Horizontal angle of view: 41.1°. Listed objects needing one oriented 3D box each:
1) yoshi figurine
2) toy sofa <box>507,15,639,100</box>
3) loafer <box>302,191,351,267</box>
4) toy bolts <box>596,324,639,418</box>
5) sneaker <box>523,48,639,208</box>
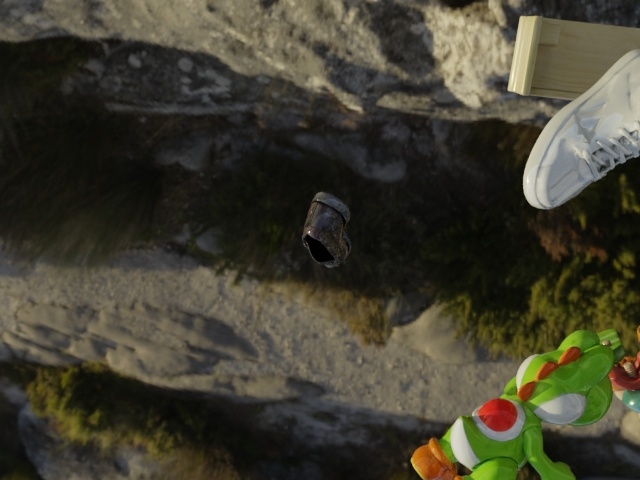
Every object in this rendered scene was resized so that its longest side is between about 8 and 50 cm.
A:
[{"bbox_3d":[0.336,0.301,1.372,0.362,0.203,0.203,-44,85,9],"label":"yoshi figurine"},{"bbox_3d":[0.551,-0.334,1.627,0.362,0.177,0.150,7,105,2],"label":"toy sofa"},{"bbox_3d":[0.000,0.000,1.767,0.109,0.095,0.302,27,161,10],"label":"loafer"},{"bbox_3d":[0.703,0.288,1.829,0.218,0.228,0.159,-26,103,19],"label":"toy bolts"},{"bbox_3d":[0.423,-0.145,1.179,0.292,0.169,0.108,-48,124,-6],"label":"sneaker"}]
